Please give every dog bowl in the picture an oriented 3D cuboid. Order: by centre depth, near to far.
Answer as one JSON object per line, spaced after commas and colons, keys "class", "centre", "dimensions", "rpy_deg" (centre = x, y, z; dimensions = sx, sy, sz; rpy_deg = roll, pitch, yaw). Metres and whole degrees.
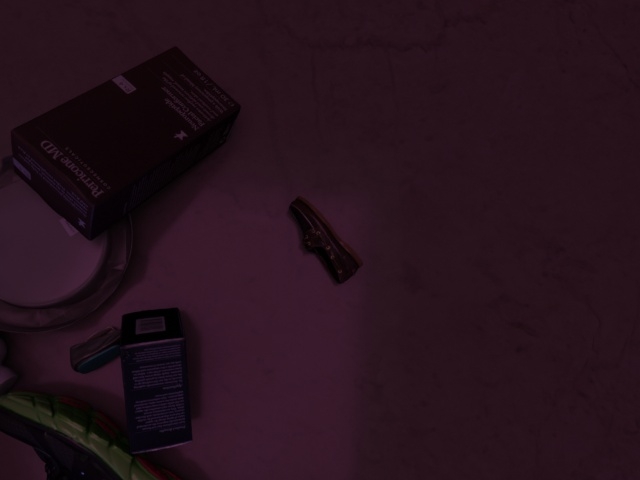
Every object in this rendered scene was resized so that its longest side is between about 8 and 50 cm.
{"class": "dog bowl", "centre": [-0.537, 0.006, 1.025], "dimensions": [0.349, 0.102, 0.348], "rpy_deg": [1, 81, -9]}

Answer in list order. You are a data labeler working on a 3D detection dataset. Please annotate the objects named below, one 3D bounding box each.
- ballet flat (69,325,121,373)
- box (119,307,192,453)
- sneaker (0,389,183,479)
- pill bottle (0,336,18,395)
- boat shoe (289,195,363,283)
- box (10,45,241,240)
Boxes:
{"class": "ballet flat", "centre": [-0.388, 0.188, 1.038], "dimensions": [0.213, 0.072, 0.068], "rpy_deg": [-23, 55, -14]}
{"class": "box", "centre": [-0.299, 0.249, 0.959], "dimensions": [0.108, 0.153, 0.207], "rpy_deg": [-5, 106, -18]}
{"class": "sneaker", "centre": [-0.404, 0.445, 0.932], "dimensions": [0.483, 0.185, 0.202], "rpy_deg": [40, 73, 0]}
{"class": "pill bottle", "centre": [-0.681, 0.190, 0.949], "dimensions": [0.264, 0.146, 0.146], "rpy_deg": [43, 77, -1]}
{"class": "boat shoe", "centre": [0.000, 0.000, 1.125], "dimensions": [0.073, 0.073, 0.207], "rpy_deg": [-42, 89, -15]}
{"class": "box", "centre": [-0.353, -0.197, 1.002], "dimensions": [0.191, 0.143, 0.381], "rpy_deg": [42, 55, 0]}
